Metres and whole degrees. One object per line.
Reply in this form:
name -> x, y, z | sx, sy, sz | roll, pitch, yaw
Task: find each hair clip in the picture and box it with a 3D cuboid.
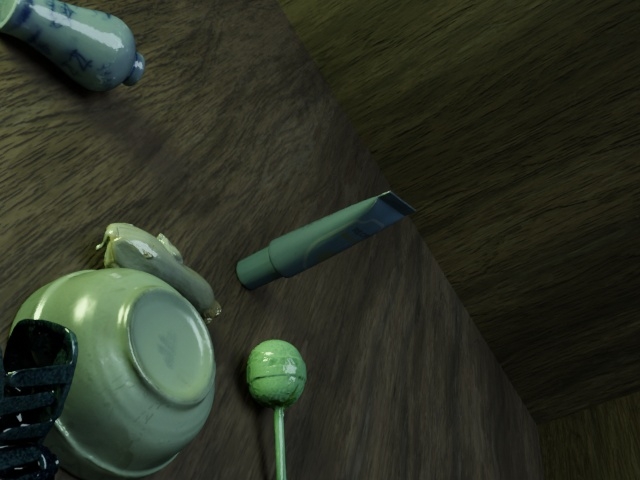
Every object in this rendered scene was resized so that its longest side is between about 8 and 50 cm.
hair clip -> -0.327, 0.236, 0.685 | 0.194, 0.206, 0.310 | 9, 62, -57

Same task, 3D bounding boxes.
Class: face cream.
face cream -> 0.000, 0.000, 1.421 | 0.135, 0.385, 0.086 | 26, 44, -58

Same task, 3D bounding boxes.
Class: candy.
candy -> -0.070, 0.389, 1.243 | 0.119, 0.119, 0.440 | 33, 44, -51

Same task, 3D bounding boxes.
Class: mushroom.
mushroom -> -0.259, 0.062, 1.165 | 0.278, 0.096, 0.099 | 42, 32, -43

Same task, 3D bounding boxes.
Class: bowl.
bowl -> -0.260, 0.170, 0.974 | 0.307, 0.163, 0.307 | 44, 32, -37

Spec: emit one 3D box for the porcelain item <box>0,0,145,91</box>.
porcelain item -> -0.427, -0.350, 1.219 | 0.259, 0.141, 0.141 | 20, 47, -49
